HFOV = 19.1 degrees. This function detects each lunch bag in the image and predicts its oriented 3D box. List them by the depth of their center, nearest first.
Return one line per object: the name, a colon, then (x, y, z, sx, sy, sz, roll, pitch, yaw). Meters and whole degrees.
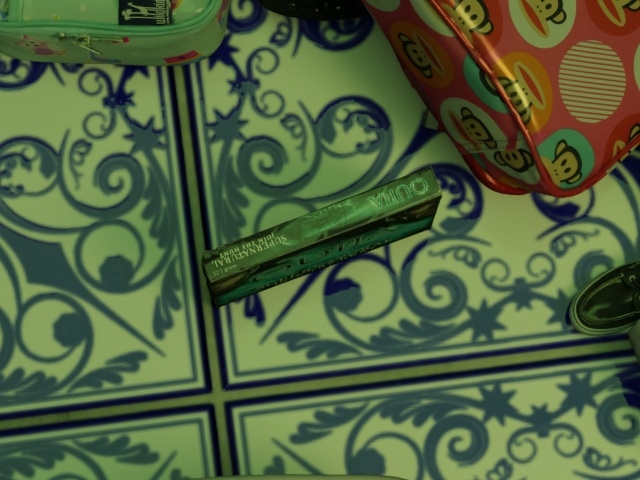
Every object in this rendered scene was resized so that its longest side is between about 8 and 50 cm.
lunch bag: (0.173, -0.205, 1.446, 0.258, 0.120, 0.293, -41, 109, -20)
lunch bag: (-0.178, -0.275, 1.516, 0.224, 0.108, 0.279, 3, 79, -1)

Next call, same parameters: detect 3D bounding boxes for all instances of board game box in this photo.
board game box: (0.000, 0.000, 1.456, 0.186, 0.126, 0.026, -21, 80, -4)

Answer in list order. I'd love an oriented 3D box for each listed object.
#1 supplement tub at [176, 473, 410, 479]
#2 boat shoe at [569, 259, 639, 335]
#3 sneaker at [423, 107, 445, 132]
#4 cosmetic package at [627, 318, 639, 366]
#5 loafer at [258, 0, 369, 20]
supplement tub: (-0.029, 0.330, 1.338, 0.228, 0.228, 0.316, -1, 79, -1)
boat shoe: (0.263, 0.032, 1.496, 0.142, 0.040, 0.049, -24, 80, -6)
sneaker: (0.129, -0.139, 1.528, 0.067, 0.042, 0.118, 16, 87, 6)
cosmetic package: (0.366, 0.079, 1.469, 0.231, 0.085, 0.117, -19, 79, -3)
loafer: (0.053, -0.234, 1.536, 0.223, 0.076, 0.078, -14, 43, -5)
